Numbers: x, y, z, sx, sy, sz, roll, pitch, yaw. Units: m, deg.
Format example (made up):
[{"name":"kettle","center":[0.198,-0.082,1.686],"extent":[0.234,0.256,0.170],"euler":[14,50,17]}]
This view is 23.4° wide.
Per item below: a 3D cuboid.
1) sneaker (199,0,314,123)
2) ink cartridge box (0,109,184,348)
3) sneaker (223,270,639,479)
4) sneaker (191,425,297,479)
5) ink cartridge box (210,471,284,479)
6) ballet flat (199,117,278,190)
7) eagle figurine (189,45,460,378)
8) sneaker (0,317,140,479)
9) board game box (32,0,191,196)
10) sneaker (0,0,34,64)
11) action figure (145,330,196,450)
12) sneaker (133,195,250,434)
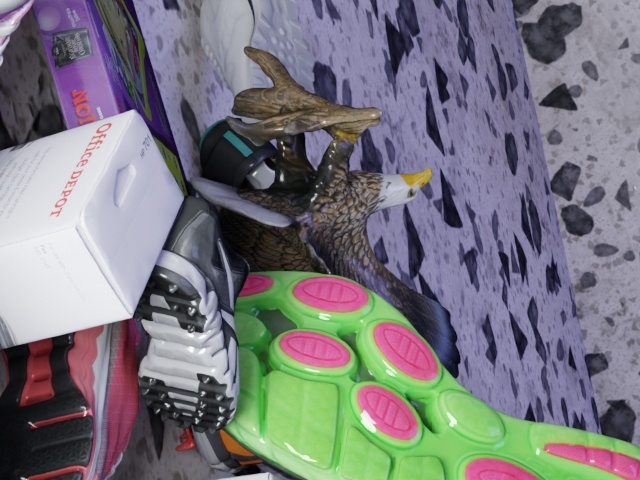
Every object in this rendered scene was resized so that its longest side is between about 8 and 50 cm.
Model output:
[{"name":"sneaker","center":[-0.073,-0.193,1.567],"extent":[0.090,0.094,0.235],"euler":[30,43,-43]},{"name":"ink cartridge box","center":[-0.202,0.001,1.019],"extent":[0.140,0.190,0.082],"euler":[-72,143,-53]},{"name":"sneaker","center":[0.083,0.196,1.290],"extent":[0.185,0.482,0.202],"euler":[-58,178,-36]},{"name":"sneaker","center":[-0.001,0.153,1.450],"extent":[0.321,0.180,0.125],"euler":[36,45,-67]},{"name":"ink cartridge box","center":[-0.083,0.237,1.257],"extent":[0.109,0.150,0.063],"euler":[41,42,-59]},{"name":"ballet flat","center":[-0.032,-0.016,1.602],"extent":[0.095,0.096,0.280],"euler":[-49,135,-7]},{"name":"eagle figurine","center":[0.011,-0.002,1.410],"extent":[0.226,0.225,0.298],"euler":[-84,171,-57]},{"name":"sneaker","center":[-0.177,0.141,1.119],"extent":[0.136,0.115,0.314],"euler":[59,28,-44]},{"name":"board game box","center":[-0.173,-0.140,1.243],"extent":[0.208,0.056,0.347],"euler":[67,6,-77]},{"name":"sneaker","center":[-0.223,-0.098,0.942],"extent":[0.102,0.282,0.161],"euler":[-14,94,-29]},{"name":"action figure","center":[-0.133,0.128,1.360],"extent":[0.038,0.030,0.115],"euler":[-62,142,-66]},{"name":"sneaker","center":[-0.088,0.054,1.128],"extent":[0.234,0.078,0.106],"euler":[86,22,-54]}]
